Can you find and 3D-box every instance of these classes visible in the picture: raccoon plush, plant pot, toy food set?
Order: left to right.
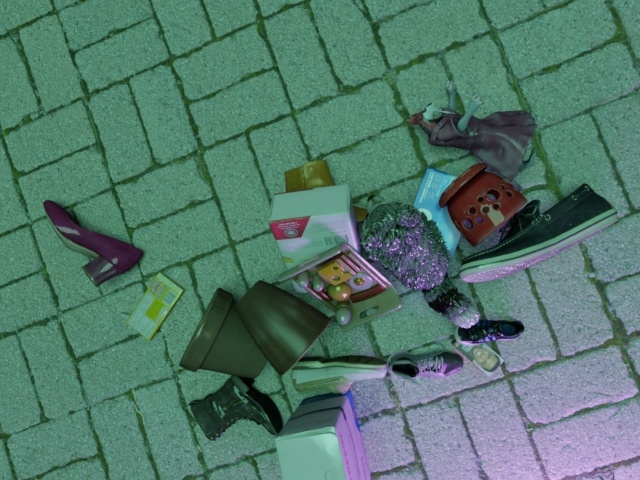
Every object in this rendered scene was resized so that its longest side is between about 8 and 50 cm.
[{"bbox_3d":[-0.268,0.304,1.634,0.229,0.263,0.263,26,92,-8],"label":"plant pot"},{"bbox_3d":[-0.126,0.229,1.533,0.230,0.215,0.215,42,94,1],"label":"plant pot"},{"bbox_3d":[0.059,0.146,1.545,0.220,0.306,0.092,-28,39,27],"label":"toy food set"},{"bbox_3d":[0.288,0.049,1.433,0.446,0.299,0.216,36,93,7],"label":"raccoon plush"},{"bbox_3d":[0.438,-0.104,1.480,0.191,0.191,0.174,-43,78,5],"label":"plant pot"}]

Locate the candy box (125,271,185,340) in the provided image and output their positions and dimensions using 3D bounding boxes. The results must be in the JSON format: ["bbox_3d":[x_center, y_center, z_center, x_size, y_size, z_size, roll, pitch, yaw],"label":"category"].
[{"bbox_3d":[-0.546,0.218,1.773,0.105,0.027,0.205,35,93,11],"label":"candy box"}]

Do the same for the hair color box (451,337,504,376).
[{"bbox_3d":[0.468,0.330,1.599,0.141,0.043,0.072,41,93,8],"label":"hair color box"}]

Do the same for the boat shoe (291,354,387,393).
[{"bbox_3d":[0.058,0.411,1.634,0.303,0.113,0.103,-4,88,19],"label":"boat shoe"}]

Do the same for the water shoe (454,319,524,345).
[{"bbox_3d":[0.488,0.255,1.553,0.203,0.080,0.072,-4,67,-13],"label":"water shoe"}]

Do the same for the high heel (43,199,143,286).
[{"bbox_3d":[-0.769,-0.025,1.801,0.181,0.127,0.377,-36,77,-23],"label":"high heel"}]

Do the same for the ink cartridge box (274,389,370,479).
[{"bbox_3d":[0.019,0.608,1.482,0.166,0.395,0.285,-13,85,8],"label":"ink cartridge box"}]

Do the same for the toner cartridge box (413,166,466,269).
[{"bbox_3d":[0.337,-0.031,1.618,0.165,0.075,0.347,20,91,7],"label":"toner cartridge box"}]

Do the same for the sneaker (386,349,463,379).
[{"bbox_3d":[0.308,0.376,1.577,0.229,0.132,0.086,-6,87,9],"label":"sneaker"}]

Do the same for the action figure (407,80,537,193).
[{"bbox_3d":[0.437,-0.313,1.584,0.371,0.248,0.275,10,116,8],"label":"action figure"}]

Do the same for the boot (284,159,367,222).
[{"bbox_3d":[0.031,-0.147,1.657,0.295,0.104,0.211,-5,87,13],"label":"boot"}]

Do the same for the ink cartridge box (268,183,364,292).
[{"bbox_3d":[0.000,0.000,1.555,0.226,0.306,0.131,-7,46,9],"label":"ink cartridge box"}]

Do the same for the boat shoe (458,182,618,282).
[{"bbox_3d":[0.587,-0.020,1.493,0.501,0.187,0.155,-23,75,-12],"label":"boat shoe"}]

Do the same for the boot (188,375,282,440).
[{"bbox_3d":[-0.269,0.559,1.696,0.229,0.091,0.263,-43,78,11],"label":"boot"}]
